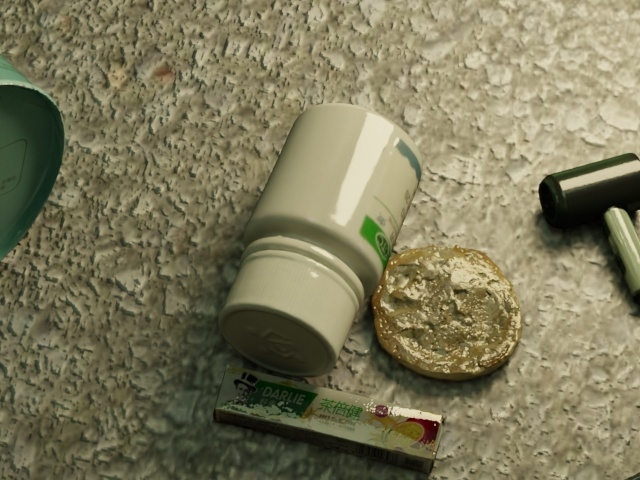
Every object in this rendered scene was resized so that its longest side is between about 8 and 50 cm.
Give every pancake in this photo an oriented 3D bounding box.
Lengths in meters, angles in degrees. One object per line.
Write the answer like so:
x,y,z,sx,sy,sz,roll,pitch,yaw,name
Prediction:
0.122,0.066,1.587,0.152,0.025,0.151,0,57,-1,pancake

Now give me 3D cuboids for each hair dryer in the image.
0.291,0.011,1.617,0.100,0.057,0.197,-17,65,-11,hair dryer

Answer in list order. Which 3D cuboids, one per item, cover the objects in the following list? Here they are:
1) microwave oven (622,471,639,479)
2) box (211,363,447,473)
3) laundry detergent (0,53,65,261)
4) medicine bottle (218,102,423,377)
0.270,0.378,1.246,0.218,0.286,0.355,-23,65,-14,microwave oven
0.007,0.160,1.513,0.207,0.041,0.050,13,61,6,box
-0.437,-0.118,1.530,0.287,0.287,0.305,-39,67,-23,laundry detergent
0.000,0.000,1.559,0.139,0.139,0.237,16,58,8,medicine bottle
